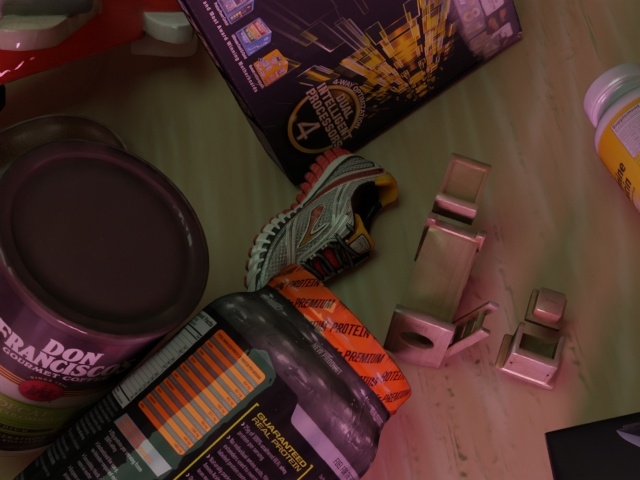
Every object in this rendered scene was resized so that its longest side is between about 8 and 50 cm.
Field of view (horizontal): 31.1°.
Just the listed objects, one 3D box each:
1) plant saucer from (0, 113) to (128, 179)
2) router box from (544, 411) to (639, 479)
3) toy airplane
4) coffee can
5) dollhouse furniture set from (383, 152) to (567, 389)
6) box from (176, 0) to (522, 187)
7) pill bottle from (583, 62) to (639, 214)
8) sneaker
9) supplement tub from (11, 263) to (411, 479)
[{"bbox_3d":[-0.354,-0.017,1.374,0.310,0.050,0.311,-11,52,15],"label":"plant saucer"},{"bbox_3d":[0.346,0.235,0.867,0.308,0.081,0.243,-15,51,13],"label":"router box"},{"bbox_3d":[-0.334,-0.311,1.423,0.386,0.272,0.384,4,32,46],"label":"toy airplane"},{"bbox_3d":[-0.256,0.062,1.093,0.275,0.201,0.202,-44,35,44],"label":"coffee can"},{"bbox_3d":[0.167,0.039,1.104,0.161,0.101,0.182,20,63,6],"label":"dollhouse furniture set"},{"bbox_3d":[0.016,-0.278,1.178,0.318,0.395,0.097,-35,48,-5],"label":"box"},{"bbox_3d":[0.325,-0.084,1.093,0.103,0.103,0.184,-27,50,3],"label":"pill bottle"},{"bbox_3d":[0.000,0.000,1.183,0.092,0.088,0.225,19,66,32],"label":"sneaker"},{"bbox_3d":[-0.095,0.190,1.009,0.338,0.207,0.207,-41,51,-9],"label":"supplement tub"}]
